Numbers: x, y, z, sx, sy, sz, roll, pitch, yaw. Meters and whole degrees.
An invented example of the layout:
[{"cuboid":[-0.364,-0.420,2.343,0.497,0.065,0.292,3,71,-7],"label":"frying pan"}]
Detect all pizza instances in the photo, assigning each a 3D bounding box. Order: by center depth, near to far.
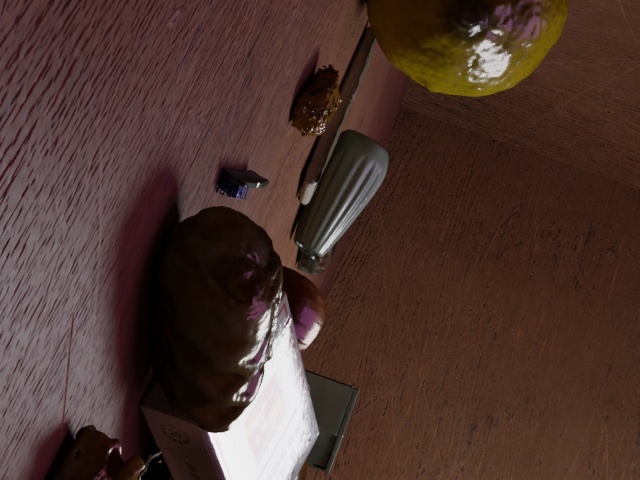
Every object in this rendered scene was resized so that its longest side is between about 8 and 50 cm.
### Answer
[{"cuboid":[-0.234,0.327,1.042,0.268,0.087,0.258,106,9,-65],"label":"pizza"}]

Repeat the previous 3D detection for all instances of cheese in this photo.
[{"cuboid":[0.036,-0.240,2.116,0.085,0.034,0.400,111,2,-60],"label":"cheese"}]

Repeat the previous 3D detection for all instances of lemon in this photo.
[{"cuboid":[0.255,-0.414,1.954,0.387,0.349,0.350,-90,-163,-71],"label":"lemon"}]

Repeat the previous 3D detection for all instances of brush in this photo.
[{"cuboid":[-0.090,-0.066,1.338,0.030,0.033,0.178,-64,176,6],"label":"brush"}]

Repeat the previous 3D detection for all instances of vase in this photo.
[{"cuboid":[0.033,-0.087,2.189,0.248,0.128,0.128,-61,174,-7],"label":"vase"}]

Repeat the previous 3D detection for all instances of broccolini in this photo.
[{"cuboid":[-0.167,0.236,1.528,0.123,0.062,0.271,-56,173,14],"label":"broccolini"}]

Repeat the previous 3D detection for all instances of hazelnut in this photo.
[{"cuboid":[-0.070,0.112,1.721,0.150,0.150,0.150,20,90,-85],"label":"hazelnut"}]

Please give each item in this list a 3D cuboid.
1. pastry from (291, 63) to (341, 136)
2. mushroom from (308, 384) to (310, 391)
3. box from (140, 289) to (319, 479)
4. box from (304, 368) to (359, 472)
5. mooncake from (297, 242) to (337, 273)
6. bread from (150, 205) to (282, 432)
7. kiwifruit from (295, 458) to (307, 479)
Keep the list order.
[{"cuboid":[-0.002,-0.201,1.662,0.140,0.056,0.080,-62,159,-48],"label":"pastry"},{"cuboid":[-0.145,0.378,1.786,0.126,0.177,0.397,4,-117,49],"label":"mushroom"},{"cuboid":[-0.101,0.226,1.426,0.210,0.095,0.330,-60,155,-33],"label":"box"},{"cuboid":[-0.055,0.354,2.338,0.225,0.225,0.117,103,8,-59],"label":"box"},{"cuboid":[0.000,0.000,2.452,0.125,0.073,0.130,97,11,-62],"label":"mooncake"},{"cuboid":[-0.106,0.076,1.152,0.268,0.129,0.152,102,-31,-56],"label":"bread"},{"cuboid":[-0.120,0.454,2.222,0.234,0.196,0.196,109,4,-51],"label":"kiwifruit"}]
